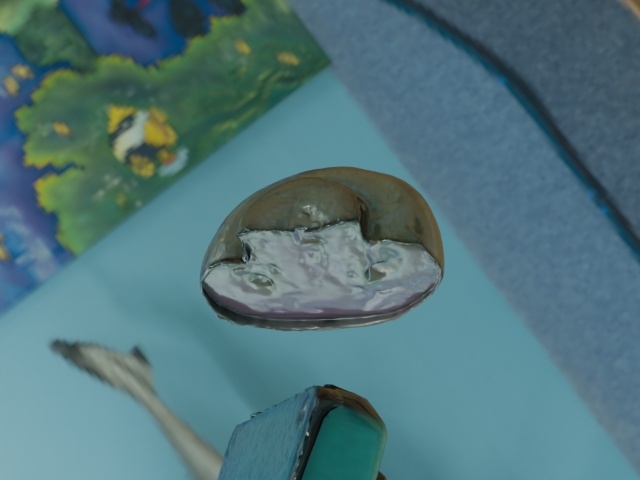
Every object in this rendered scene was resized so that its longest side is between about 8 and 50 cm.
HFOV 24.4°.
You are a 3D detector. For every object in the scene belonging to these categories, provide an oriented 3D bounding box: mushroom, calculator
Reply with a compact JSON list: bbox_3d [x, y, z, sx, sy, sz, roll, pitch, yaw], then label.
[{"bbox_3d":[0.000,0.000,1.136,0.117,0.188,0.141,-89,-15,-47],"label":"mushroom"},{"bbox_3d":[-0.033,0.197,0.746,0.058,0.248,0.274,18,163,-7],"label":"calculator"}]
